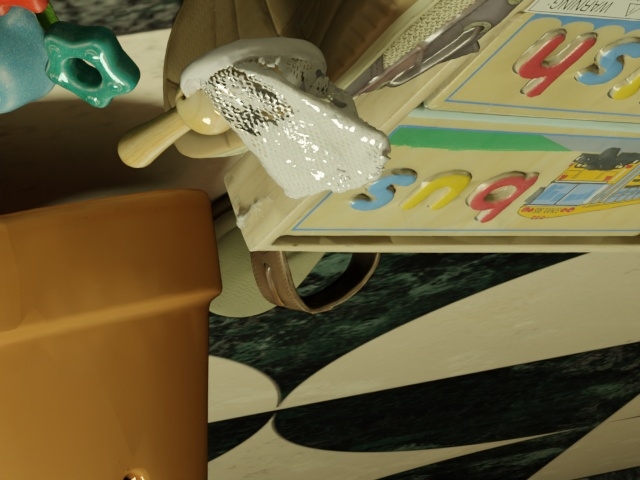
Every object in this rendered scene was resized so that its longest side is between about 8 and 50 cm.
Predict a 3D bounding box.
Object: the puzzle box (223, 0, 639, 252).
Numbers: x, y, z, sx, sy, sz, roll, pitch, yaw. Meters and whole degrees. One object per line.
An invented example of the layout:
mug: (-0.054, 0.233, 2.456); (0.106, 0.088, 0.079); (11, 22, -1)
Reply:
puzzle box: (0.181, -0.078, 1.039); (0.409, 0.052, 0.272); (0, 151, -38)

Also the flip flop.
flip flop: (0.000, 0.000, 1.190); (0.112, 0.080, 0.277); (-2, 160, -35)

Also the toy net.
toy net: (-0.076, -0.080, 0.763); (0.232, 0.045, 0.122); (12, 143, 19)

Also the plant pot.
plant pot: (-0.184, 0.101, 1.065); (0.291, 0.203, 0.291); (-12, 177, -1)

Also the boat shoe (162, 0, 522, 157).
boat shoe: (0.033, -0.112, 0.799); (0.092, 0.103, 0.285); (6, 150, -37)
